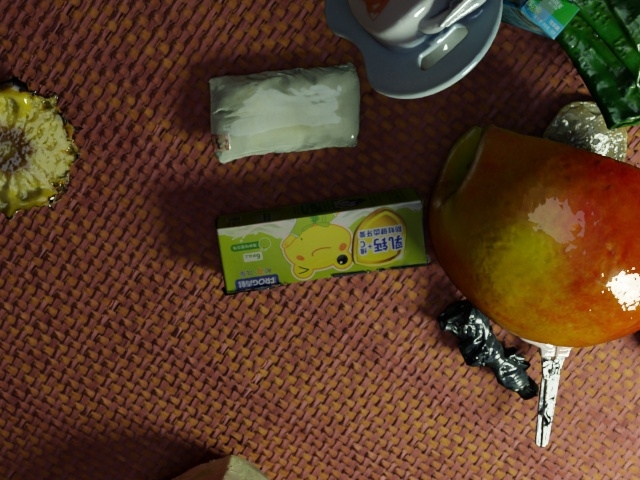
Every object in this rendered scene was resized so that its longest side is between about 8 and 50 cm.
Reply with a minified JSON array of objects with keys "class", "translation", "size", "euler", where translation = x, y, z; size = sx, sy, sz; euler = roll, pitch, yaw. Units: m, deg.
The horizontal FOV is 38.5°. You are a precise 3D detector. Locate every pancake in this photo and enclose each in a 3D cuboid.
[{"class":"pancake","translation":[0.415,-0.148,1.435],"size":[0.152,0.025,0.151],"euler":[-1,108,-4]}]

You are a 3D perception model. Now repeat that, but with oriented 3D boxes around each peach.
[{"class":"peach","translation":[0.353,0.011,1.355],"size":[0.381,0.242,0.306],"euler":[21,102,-12]}]

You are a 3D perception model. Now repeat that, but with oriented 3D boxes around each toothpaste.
[{"class":"toothpaste","translation":[0.000,0.000,1.422],"size":[0.328,0.077,0.110],"euler":[-8,107,-2]},{"class":"toothpaste","translation":[0.267,-0.323,1.233],"size":[0.065,0.266,0.050],"euler":[36,102,-15]}]

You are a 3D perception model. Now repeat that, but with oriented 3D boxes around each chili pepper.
[{"class":"chili pepper","translation":[0.393,-0.334,1.272],"size":[0.168,0.213,0.384],"euler":[-16,100,22]}]

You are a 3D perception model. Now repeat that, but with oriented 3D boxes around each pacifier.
[{"class":"pacifier","translation":[0.151,-0.314,1.272],"size":[0.244,0.299,0.233],"euler":[-37,148,11]}]

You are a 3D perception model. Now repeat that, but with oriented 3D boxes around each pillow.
[{"class":"pillow","translation":[-0.052,-0.191,1.365],"size":[0.229,0.051,0.128],"euler":[-7,102,-4]}]

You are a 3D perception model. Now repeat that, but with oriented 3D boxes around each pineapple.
[{"class":"pineapple","translation":[-0.450,-0.139,1.333],"size":[0.225,0.076,0.224],"euler":[-2,106,-5]}]

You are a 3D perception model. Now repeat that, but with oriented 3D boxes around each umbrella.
[{"class":"umbrella","translation":[0.284,0.193,1.520],"size":[0.080,0.071,0.224],"euler":[-29,117,34]}]

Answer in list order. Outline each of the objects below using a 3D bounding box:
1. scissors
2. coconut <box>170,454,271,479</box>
[{"class":"scissors","translation":[0.387,0.191,1.517],"size":[0.160,0.024,0.317],"euler":[4,97,-12]},{"class":"coconut","translation":[-0.163,0.472,1.492],"size":[0.245,0.233,0.233],"euler":[-29,109,13]}]
